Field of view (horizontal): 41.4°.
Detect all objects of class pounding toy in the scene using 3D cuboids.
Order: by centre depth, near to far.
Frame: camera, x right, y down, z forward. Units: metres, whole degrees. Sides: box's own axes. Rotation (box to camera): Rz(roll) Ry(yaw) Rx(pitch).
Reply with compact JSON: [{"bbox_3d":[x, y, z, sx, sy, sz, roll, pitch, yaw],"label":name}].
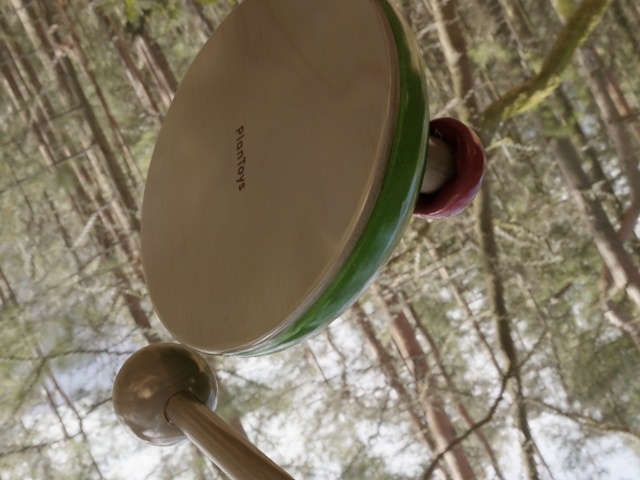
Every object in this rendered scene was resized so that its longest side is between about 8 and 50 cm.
[{"bbox_3d":[0.000,0.000,0.411,0.110,0.236,0.183,18,173,-38],"label":"pounding toy"}]
